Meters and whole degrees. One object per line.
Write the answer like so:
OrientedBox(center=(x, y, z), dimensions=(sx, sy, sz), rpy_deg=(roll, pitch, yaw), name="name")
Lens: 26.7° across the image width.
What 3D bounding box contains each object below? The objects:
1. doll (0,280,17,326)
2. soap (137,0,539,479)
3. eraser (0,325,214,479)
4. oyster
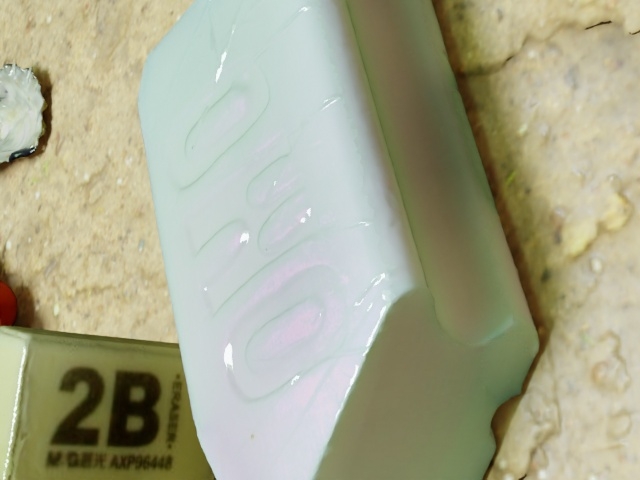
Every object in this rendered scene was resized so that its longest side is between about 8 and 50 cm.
OrientedBox(center=(-0.368, 0.083, 1.265), dimensions=(0.290, 0.130, 0.161), rpy_deg=(4, 83, 46), name="doll")
OrientedBox(center=(0.000, 0.000, 0.823), dimensions=(0.208, 0.115, 0.347), rpy_deg=(-39, 54, 41), name="soap")
OrientedBox(center=(-0.150, 0.125, 0.940), dimensions=(0.058, 0.172, 0.117), rpy_deg=(3, 85, 50), name="eraser")
OrientedBox(center=(-0.307, -0.106, 1.292), dimensions=(0.146, 0.045, 0.121), rpy_deg=(-58, 39, 15), name="oyster")
